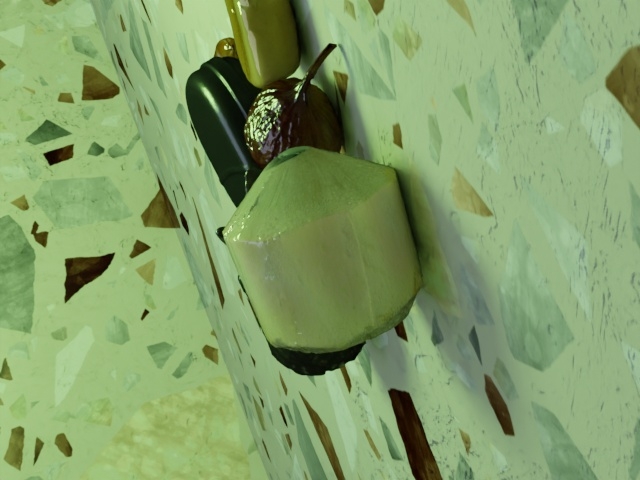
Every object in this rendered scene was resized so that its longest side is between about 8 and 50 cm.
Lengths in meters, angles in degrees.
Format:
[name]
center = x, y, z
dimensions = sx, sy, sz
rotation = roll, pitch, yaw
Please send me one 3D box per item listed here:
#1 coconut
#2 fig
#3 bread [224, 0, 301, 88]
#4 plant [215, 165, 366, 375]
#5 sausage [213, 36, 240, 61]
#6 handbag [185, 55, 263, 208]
[coconut]
center = 0.000, 0.000, 1.539
dimensions = 0.239, 0.239, 0.244
rotation = -156, 48, -72
[fig]
center = -0.026, -0.174, 1.651
dimensions = 0.146, 0.134, 0.201
rotation = 56, 154, 14
[bread]
center = -0.079, -0.310, 1.743
dimensions = 0.134, 0.085, 0.173
rotation = -135, 30, -66
[plant]
center = -0.024, 0.040, 1.839
dimensions = 0.182, 0.194, 0.320
rotation = 38, 150, 45
[sausage]
center = -0.162, -0.310, 2.137
dimensions = 0.062, 0.054, 0.183
rotation = 38, 158, 4
[handbag]
center = -0.131, -0.160, 2.057
dimensions = 0.308, 0.093, 0.254
rotation = 64, 163, 0
